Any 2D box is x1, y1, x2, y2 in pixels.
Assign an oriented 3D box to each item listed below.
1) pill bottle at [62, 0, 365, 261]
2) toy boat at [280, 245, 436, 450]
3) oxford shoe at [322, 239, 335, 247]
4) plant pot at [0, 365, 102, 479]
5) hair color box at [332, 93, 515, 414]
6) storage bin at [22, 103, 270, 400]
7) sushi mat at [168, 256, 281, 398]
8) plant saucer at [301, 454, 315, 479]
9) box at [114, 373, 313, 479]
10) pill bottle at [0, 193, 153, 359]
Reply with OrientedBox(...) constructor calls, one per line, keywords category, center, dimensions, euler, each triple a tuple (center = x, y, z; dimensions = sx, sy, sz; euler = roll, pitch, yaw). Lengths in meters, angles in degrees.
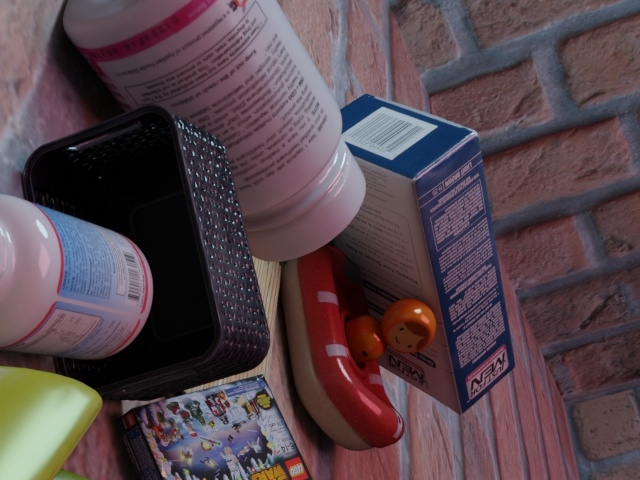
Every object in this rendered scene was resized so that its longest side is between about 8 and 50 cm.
OrientedBox(category="pill bottle", center=(-0.080, -0.123, 0.912), dimensions=(0.283, 0.160, 0.160), euler=(56, 22, -35))
OrientedBox(category="toy boat", center=(0.053, 0.108, 1.132), dimensions=(0.151, 0.151, 0.231), euler=(43, 32, -58))
OrientedBox(category="oxford shoe", center=(0.000, 0.000, 1.265), dimensions=(0.076, 0.076, 0.212), euler=(-55, 135, -32))
OrientedBox(category="plant pot", center=(-0.140, 0.179, 0.310), dimensions=(0.207, 0.227, 0.228), euler=(62, 18, -12))
OrientedBox(category="hair color box", center=(0.109, 0.019, 1.200), dimensions=(0.174, 0.105, 0.347), euler=(28, -36, 43))
OrientedBox(category="storage bin", center=(-0.119, 0.012, 0.722), dimensions=(0.084, 0.122, 0.180), euler=(24, 50, -69))
OrientedBox(category="sushi mat", center=(-0.081, 0.074, 0.968), dimensions=(0.316, 0.019, 0.151), euler=(-86, 154, -53))
OrientedBox(category="plant saucer", center=(-0.043, 0.237, 0.838), dimensions=(0.200, 0.037, 0.200), euler=(45, 37, -50))
OrientedBox(category="box", center=(-0.075, 0.155, 0.765), dimensions=(0.137, 0.027, 0.094), euler=(-8, 66, -51))
OrientedBox(category="pill bottle", center=(-0.171, 0.022, 0.605), dimensions=(0.160, 0.087, 0.087), euler=(28, 46, -67))
